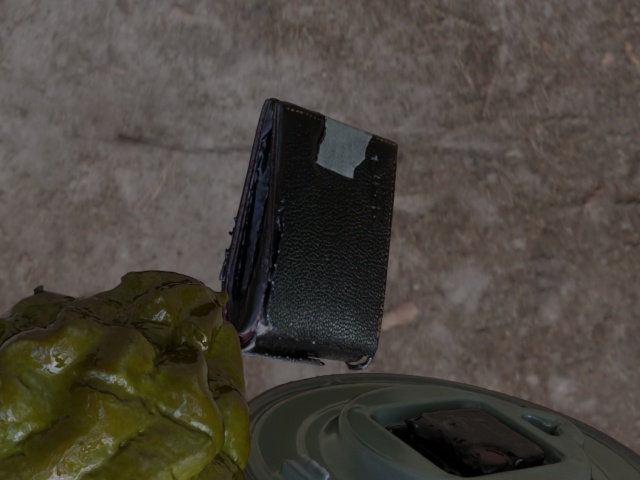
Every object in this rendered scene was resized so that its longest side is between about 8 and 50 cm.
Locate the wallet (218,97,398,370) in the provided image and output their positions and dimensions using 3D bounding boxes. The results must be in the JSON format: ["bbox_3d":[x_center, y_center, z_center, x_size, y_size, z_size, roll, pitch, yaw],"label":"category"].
[{"bbox_3d":[0.000,0.000,1.389,0.221,0.071,0.262,14,82,-49],"label":"wallet"}]

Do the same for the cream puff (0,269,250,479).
[{"bbox_3d":[-0.095,0.067,0.538,0.146,0.146,0.116,-1,76,0],"label":"cream puff"}]

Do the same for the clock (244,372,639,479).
[{"bbox_3d":[0.071,0.123,0.682,0.244,0.244,0.056,9,104,-6],"label":"clock"}]
